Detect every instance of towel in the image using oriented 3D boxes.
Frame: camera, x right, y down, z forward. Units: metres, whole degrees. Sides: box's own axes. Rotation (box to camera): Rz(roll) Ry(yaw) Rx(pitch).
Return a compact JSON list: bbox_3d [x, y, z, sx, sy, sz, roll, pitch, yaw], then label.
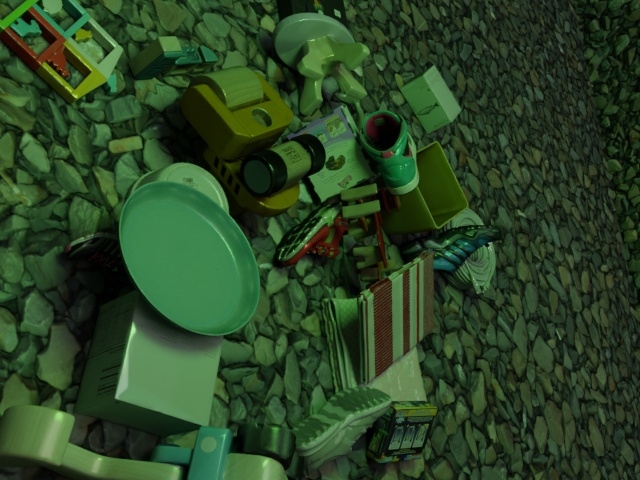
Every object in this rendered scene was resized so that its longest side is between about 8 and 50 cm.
[{"bbox_3d":[0.191,0.187,1.801,0.329,0.037,0.237,-27,121,-48],"label":"towel"},{"bbox_3d":[0.146,0.302,1.833,0.317,0.053,0.332,6,69,-46],"label":"towel"}]

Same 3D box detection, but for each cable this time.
[{"bbox_3d":[0.450,0.026,2.258,0.257,0.089,0.257,56,41,-10],"label":"cable"}]

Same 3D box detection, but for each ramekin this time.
[{"bbox_3d":[-0.287,-0.062,1.493,0.207,0.109,0.207,22,58,-39],"label":"ramekin"}]

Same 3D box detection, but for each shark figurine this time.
[{"bbox_3d":[0.122,-0.315,2.049,0.166,0.116,0.278,34,52,-34],"label":"shark figurine"}]

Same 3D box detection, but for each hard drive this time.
[{"bbox_3d":[-0.025,-0.688,2.098,0.236,0.064,0.339,8,67,-45],"label":"hard drive"}]

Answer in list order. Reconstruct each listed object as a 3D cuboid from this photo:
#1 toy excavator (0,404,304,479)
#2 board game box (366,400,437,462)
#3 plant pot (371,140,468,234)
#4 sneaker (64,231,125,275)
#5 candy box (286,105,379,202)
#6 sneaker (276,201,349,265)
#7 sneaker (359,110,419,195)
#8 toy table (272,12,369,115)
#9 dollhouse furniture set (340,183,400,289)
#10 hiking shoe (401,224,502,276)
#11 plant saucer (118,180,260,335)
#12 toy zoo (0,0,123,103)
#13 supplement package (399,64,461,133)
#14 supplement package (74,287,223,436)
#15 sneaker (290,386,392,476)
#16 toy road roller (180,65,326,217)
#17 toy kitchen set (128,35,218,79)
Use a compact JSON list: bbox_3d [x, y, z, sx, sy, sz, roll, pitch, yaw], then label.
[{"bbox_3d":[-0.272,0.414,1.226,0.433,0.445,0.222,82,12,-57],"label":"toy excavator"},{"bbox_3d":[0.200,0.465,1.766,0.170,0.048,0.141,13,95,-45],"label":"board game box"},{"bbox_3d":[0.260,-0.128,2.049,0.212,0.187,0.212,-31,95,-49],"label":"plant pot"},{"bbox_3d":[-0.398,0.030,1.364,0.170,0.063,0.075,2,65,-52],"label":"sneaker"},{"bbox_3d":[0.033,-0.222,1.860,0.196,0.164,0.070,63,16,-5],"label":"candy box"},{"bbox_3d":[0.000,0.000,1.778,0.279,0.107,0.118,-41,108,-48],"label":"sneaker"},{"bbox_3d":[0.168,-0.265,1.846,0.296,0.123,0.178,-97,164,-51],"label":"sneaker"},{"bbox_3d":[0.008,-0.471,1.923,0.274,0.252,0.161,1,54,-38],"label":"toy table"},{"bbox_3d":[0.147,-0.035,1.849,0.259,0.135,0.262,-93,167,-53],"label":"dollhouse furniture set"},{"bbox_3d":[0.386,0.034,2.100,0.304,0.113,0.132,-14,94,-6],"label":"hiking shoe"},{"bbox_3d":[-0.245,0.036,1.340,0.317,0.043,0.318,33,40,-33],"label":"plant saucer"},{"bbox_3d":[-0.525,-0.406,1.456,0.293,0.030,0.192,46,45,-22],"label":"toy zoo"},{"bbox_3d":[0.364,-0.463,2.379,0.179,0.105,0.105,55,42,-12],"label":"supplement package"},{"bbox_3d":[-0.304,0.226,1.308,0.194,0.149,0.203,29,53,-35],"label":"supplement package"},{"bbox_3d":[0.045,0.424,1.628,0.281,0.105,0.115,-22,118,-32],"label":"sneaker"},{"bbox_3d":[-0.177,-0.195,1.598,0.330,0.240,0.202,52,40,6],"label":"toy road roller"},{"bbox_3d":[-0.287,-0.356,1.618,0.207,0.122,0.166,-22,89,-49],"label":"toy kitchen set"}]
